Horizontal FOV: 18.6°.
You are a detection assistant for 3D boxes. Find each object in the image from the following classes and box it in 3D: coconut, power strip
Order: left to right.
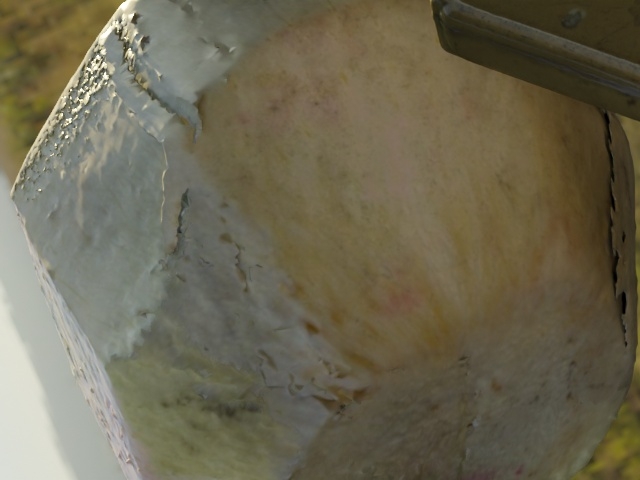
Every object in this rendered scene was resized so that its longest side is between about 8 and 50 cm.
[{"bbox_3d":[0.000,0.000,1.079,0.352,0.353,0.352,156,90,-84],"label":"coconut"},{"bbox_3d":[0.167,-0.077,0.846,0.305,0.064,0.044,23,153,25],"label":"power strip"}]
